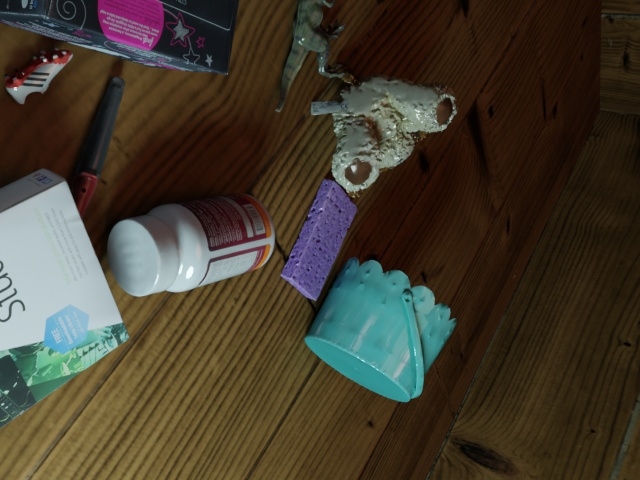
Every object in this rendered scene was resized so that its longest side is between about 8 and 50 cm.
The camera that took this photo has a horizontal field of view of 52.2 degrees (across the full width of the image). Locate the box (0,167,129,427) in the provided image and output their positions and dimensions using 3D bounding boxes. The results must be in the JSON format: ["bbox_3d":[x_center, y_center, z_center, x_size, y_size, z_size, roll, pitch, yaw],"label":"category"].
[{"bbox_3d":[-0.373,0.099,0.669,0.322,0.058,0.232,-36,133,-32],"label":"box"}]

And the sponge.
[{"bbox_3d":[0.000,0.000,1.257,0.117,0.031,0.210,44,66,-55],"label":"sponge"}]

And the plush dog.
[{"bbox_3d":[0.106,-0.206,1.234,0.262,0.210,0.225,-38,156,-5],"label":"plush dog"}]

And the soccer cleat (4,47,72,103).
[{"bbox_3d":[-0.305,-0.181,0.715,0.083,0.029,0.035,-47,148,-31],"label":"soccer cleat"}]

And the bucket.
[{"bbox_3d":[0.116,0.184,1.309,0.183,0.281,0.281,-58,145,-18],"label":"bucket"}]

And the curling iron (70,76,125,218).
[{"bbox_3d":[-0.290,-0.071,0.776,0.068,0.035,0.274,38,72,-56],"label":"curling iron"}]

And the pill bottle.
[{"bbox_3d":[-0.174,0.004,0.907,0.221,0.121,0.121,-15,116,-54],"label":"pill bottle"}]

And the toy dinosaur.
[{"bbox_3d":[-0.008,-0.331,1.078,0.118,0.064,0.268,10,97,-51],"label":"toy dinosaur"}]

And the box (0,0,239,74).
[{"bbox_3d":[-0.217,-0.286,0.697,0.247,0.142,0.163,-1,103,-58],"label":"box"}]
